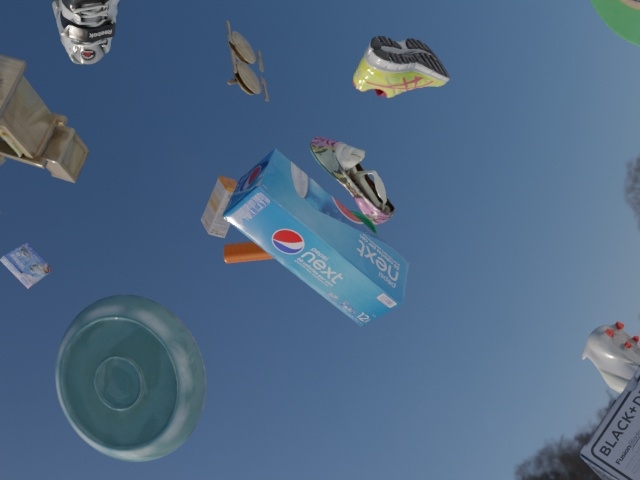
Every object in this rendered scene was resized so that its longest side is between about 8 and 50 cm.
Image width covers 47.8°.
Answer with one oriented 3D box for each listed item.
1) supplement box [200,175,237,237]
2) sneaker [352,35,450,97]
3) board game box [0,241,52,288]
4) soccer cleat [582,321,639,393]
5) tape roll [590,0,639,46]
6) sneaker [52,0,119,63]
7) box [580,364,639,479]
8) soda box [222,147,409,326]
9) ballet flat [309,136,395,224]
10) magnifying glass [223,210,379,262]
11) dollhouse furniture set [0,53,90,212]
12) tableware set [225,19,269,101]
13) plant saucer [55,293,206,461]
[{"bbox_3d":[-0.184,-0.063,1.354,0.036,0.062,0.098,15,-69,-30],"label":"supplement box"},{"bbox_3d":[0.131,-0.279,1.202,0.208,0.082,0.094,-2,-36,-43],"label":"sneaker"},{"bbox_3d":[-0.673,0.056,1.658,0.090,0.020,0.090,49,-157,-8],"label":"board game box"},{"bbox_3d":[0.437,0.193,0.962,0.068,0.196,0.076,-16,-41,-35],"label":"soccer cleat"},{"bbox_3d":[0.368,-0.369,0.752,0.321,0.077,0.322,166,90,-84],"label":"tape roll"},{"bbox_3d":[-0.440,-0.423,1.392,0.122,0.330,0.146,-10,-86,-22],"label":"sneaker"},{"bbox_3d":[0.383,0.216,0.745,0.169,0.087,0.290,-52,-44,-6],"label":"box"},{"bbox_3d":[0.000,0.000,0.793,0.210,0.067,0.071,40,-141,-20],"label":"soda box"},{"bbox_3d":[0.073,-0.129,1.429,0.221,0.079,0.077,51,-134,-10],"label":"ballet flat"},{"bbox_3d":[-0.029,0.009,1.057,0.026,0.230,0.092,62,-156,-68],"label":"magnifying glass"},{"bbox_3d":[-0.328,-0.071,0.697,0.182,0.101,0.161,87,-159,-71],"label":"dollhouse furniture set"},{"bbox_3d":[-0.184,-0.409,1.684,0.128,0.039,0.194,36,-148,-45],"label":"tableware set"},{"bbox_3d":[-0.365,0.260,1.339,0.043,0.317,0.318,-8,-72,-74],"label":"plant saucer"}]
